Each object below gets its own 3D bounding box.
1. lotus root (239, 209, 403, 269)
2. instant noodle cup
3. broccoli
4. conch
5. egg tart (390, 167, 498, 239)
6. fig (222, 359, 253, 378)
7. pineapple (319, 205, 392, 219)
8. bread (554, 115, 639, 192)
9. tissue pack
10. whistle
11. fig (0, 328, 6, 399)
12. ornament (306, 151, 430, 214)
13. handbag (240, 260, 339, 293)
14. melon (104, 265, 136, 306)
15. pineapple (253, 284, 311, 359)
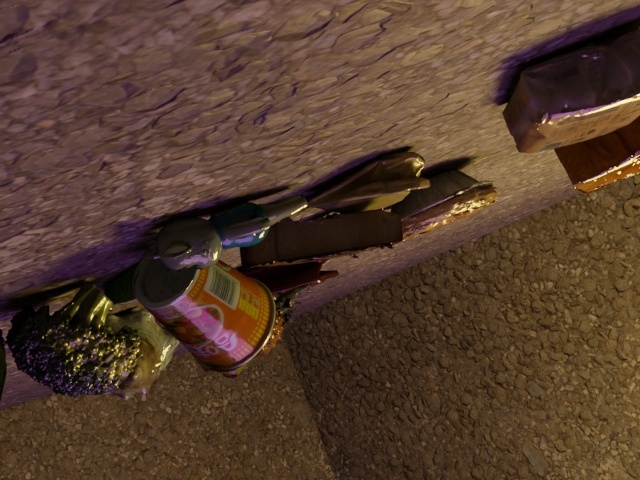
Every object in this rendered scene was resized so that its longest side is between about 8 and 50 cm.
[{"bbox_3d":[0.000,0.000,1.504,0.261,0.074,0.170,-7,174,3],"label":"lotus root"},{"bbox_3d":[-0.182,0.088,1.401,0.168,0.168,0.185,-23,142,18],"label":"instant noodle cup"},{"bbox_3d":[-0.390,0.156,1.474,0.198,0.226,0.176,14,-130,27],"label":"broccoli"},{"bbox_3d":[-0.404,0.219,2.010,0.203,0.169,0.386,4,-158,-13],"label":"conch"},{"bbox_3d":[0.209,-0.069,1.719,0.234,0.094,0.234,-23,174,-3],"label":"egg tart"},{"bbox_3d":[-0.218,0.244,2.387,0.203,0.225,0.203,-2,158,-1],"label":"fig"},{"bbox_3d":[0.057,-0.034,1.666,0.159,0.074,0.074,-30,169,32],"label":"pineapple"},{"bbox_3d":[0.447,-0.162,1.475,0.143,0.149,0.158,-27,171,20],"label":"bread"},{"bbox_3d":[0.338,-0.187,1.205,0.186,0.090,0.222,-19,172,4],"label":"tissue pack"},{"bbox_3d":[-0.125,-0.013,1.293,0.236,0.077,0.114,-21,-167,-24],"label":"whistle"},{"bbox_3d":[-0.500,0.181,1.272,0.195,0.195,0.245,-24,179,28],"label":"fig"},{"bbox_3d":[0.061,-0.074,1.429,0.180,0.059,0.201,-13,173,-14],"label":"ornament"},{"bbox_3d":[-0.098,0.089,2.088,0.260,0.084,0.275,-20,175,10],"label":"handbag"},{"bbox_3d":[-0.303,0.064,1.566,0.114,0.053,0.262,-38,-171,-39],"label":"melon"},{"bbox_3d":[-0.118,0.175,2.283,0.128,0.128,0.248,-28,-165,48],"label":"pineapple"}]
